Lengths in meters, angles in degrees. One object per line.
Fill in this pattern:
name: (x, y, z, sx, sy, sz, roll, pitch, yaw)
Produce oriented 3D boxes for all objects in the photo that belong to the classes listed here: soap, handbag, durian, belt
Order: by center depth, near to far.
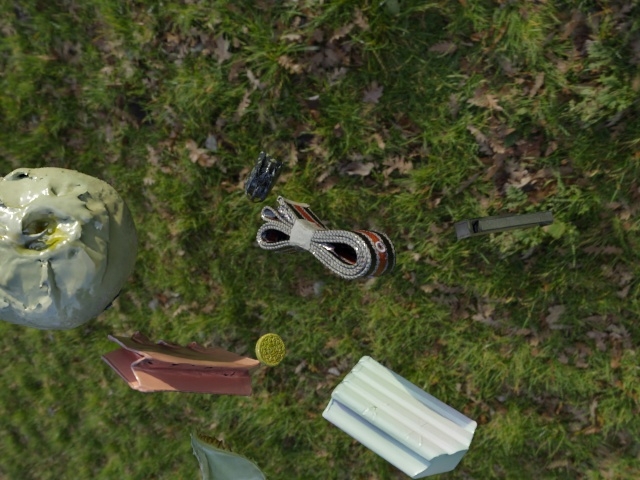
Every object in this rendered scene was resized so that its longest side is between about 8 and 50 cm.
handbag: (-0.219, 0.196, 0.781, 0.157, 0.212, 0.059, 10, 83, 47)
durian: (-0.173, 0.463, 0.869, 0.144, 0.139, 0.252, -25, 60, 23)
belt: (0.000, 0.000, 1.005, 0.359, 0.094, 0.126, 22, 98, 47)
soap: (0.171, 0.387, 1.051, 0.289, 0.173, 0.095, 29, 118, 19)
handbag: (-0.150, -0.142, 1.195, 0.072, 0.139, 0.115, 30, 116, -9)

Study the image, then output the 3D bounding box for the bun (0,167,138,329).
bun: (-0.377, 0.001, 0.675, 0.239, 0.239, 0.141, 60, 153, 7)

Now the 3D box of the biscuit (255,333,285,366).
biscuit: (-0.128, 0.281, 1.249, 0.023, 0.084, 0.084, -24, 89, 48)

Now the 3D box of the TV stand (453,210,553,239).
TV stand: (0.432, -0.039, 1.140, 0.049, 0.256, 0.040, 153, 108, -65)
